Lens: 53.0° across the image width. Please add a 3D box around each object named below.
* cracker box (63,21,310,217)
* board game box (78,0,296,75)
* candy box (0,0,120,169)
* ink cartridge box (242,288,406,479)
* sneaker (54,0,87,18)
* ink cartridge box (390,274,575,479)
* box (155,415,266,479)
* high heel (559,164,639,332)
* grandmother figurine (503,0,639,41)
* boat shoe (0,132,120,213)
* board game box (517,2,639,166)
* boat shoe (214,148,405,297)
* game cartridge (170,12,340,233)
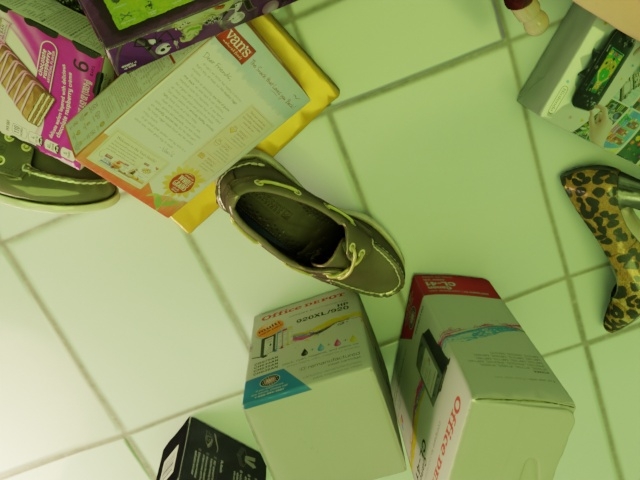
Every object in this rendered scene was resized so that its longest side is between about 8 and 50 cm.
[{"bbox_3d":[-0.147,-0.146,0.733,0.232,0.067,0.156,-37,144,9],"label":"cracker box"},{"bbox_3d":[-0.089,-0.320,0.650,0.347,0.056,0.208,-27,75,-11],"label":"board game box"},{"bbox_3d":[-0.352,-0.205,0.736,0.233,0.071,0.159,26,126,-3],"label":"candy box"},{"bbox_3d":[0.004,0.202,0.898,0.171,0.232,0.168,-18,111,5],"label":"ink cartridge box"},{"bbox_3d":[-0.243,-0.296,0.725,0.161,0.075,0.057,-3,136,27],"label":"sneaker"},{"bbox_3d":[0.195,0.212,0.872,0.131,0.306,0.226,6,112,-6],"label":"ink cartridge box"},{"bbox_3d":[-0.172,0.389,1.010,0.158,0.156,0.093,33,108,-16],"label":"box"},{"bbox_3d":[0.411,0.014,0.943,0.186,0.093,0.261,23,130,16],"label":"high heel"},{"bbox_3d":[0.260,-0.308,0.648,0.342,0.104,0.208,18,116,-16],"label":"grandmother figurine"},{"bbox_3d":[-0.404,-0.111,0.809,0.305,0.109,0.091,14,116,-4],"label":"boat shoe"},{"bbox_3d":[0.448,-0.206,0.822,0.303,0.097,0.224,22,111,-13],"label":"board game box"},{"bbox_3d":[0.000,0.000,0.860,0.324,0.096,0.116,35,109,-29],"label":"boat shoe"},{"bbox_3d":[-0.185,-0.211,0.814,0.285,0.052,0.323,-40,107,13],"label":"game cartridge"}]
